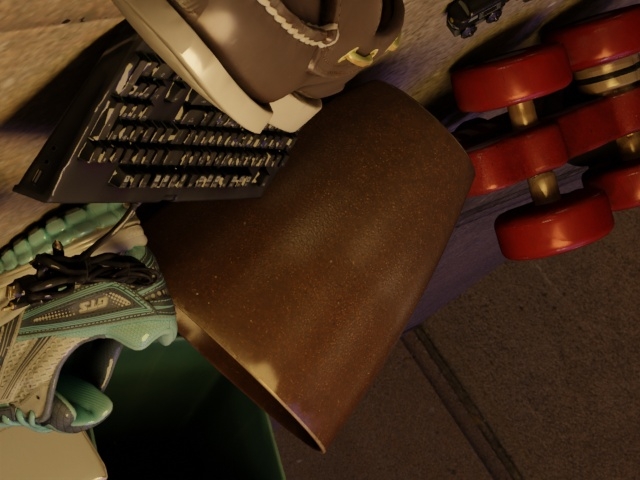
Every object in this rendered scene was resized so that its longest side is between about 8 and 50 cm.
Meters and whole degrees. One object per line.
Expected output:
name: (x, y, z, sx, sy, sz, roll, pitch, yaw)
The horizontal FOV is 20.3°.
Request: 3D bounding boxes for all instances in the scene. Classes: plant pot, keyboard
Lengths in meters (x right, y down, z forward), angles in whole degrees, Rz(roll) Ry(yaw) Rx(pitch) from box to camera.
plant pot: (-0.160, 0.213, 1.629, 0.165, 0.165, 0.234, -3, 152, -25)
keyboard: (-0.090, -0.039, 1.066, 0.201, 0.033, 0.317, -55, 165, 13)
plant pot: (0.000, 0.000, 1.311, 0.230, 0.215, 0.215, -47, 173, -8)

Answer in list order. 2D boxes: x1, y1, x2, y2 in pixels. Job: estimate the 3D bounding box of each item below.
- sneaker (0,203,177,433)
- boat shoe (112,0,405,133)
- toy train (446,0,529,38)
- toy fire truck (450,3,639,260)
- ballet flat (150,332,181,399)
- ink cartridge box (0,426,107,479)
sneaker: (-0.212, 0.091, 1.214, 0.283, 0.122, 0.110, -38, 169, 28)
boat shoe: (-0.023, -0.116, 0.817, 0.097, 0.116, 0.324, -39, 175, 7)
toy train: (0.160, -0.198, 1.302, 0.158, 0.027, 0.036, -32, 160, -8)
toy fire truck: (0.173, -0.091, 1.598, 0.302, 0.169, 0.254, -25, -168, -40)
ballet flat: (-0.138, 0.107, 1.779, 0.077, 0.091, 0.241, -4, -178, 29)
ink cartridge box: (-0.349, 0.234, 1.439, 0.309, 0.130, 0.272, -27, 169, -21)
